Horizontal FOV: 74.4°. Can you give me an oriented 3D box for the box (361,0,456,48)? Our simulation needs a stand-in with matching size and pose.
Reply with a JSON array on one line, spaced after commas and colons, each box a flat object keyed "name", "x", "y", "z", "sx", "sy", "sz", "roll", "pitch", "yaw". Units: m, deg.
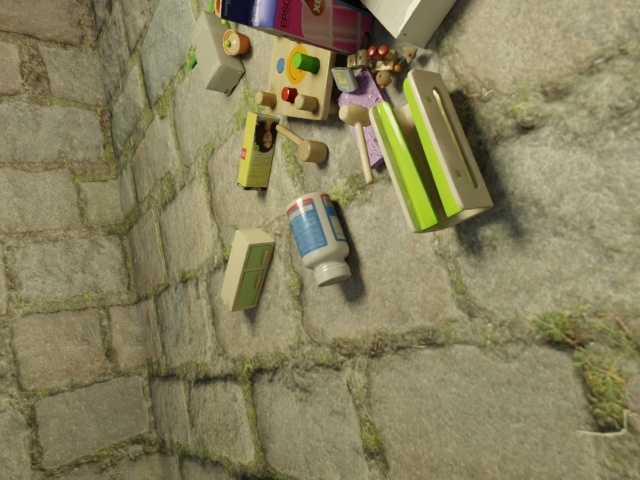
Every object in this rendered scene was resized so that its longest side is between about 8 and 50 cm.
[{"name": "box", "x": 0.172, "y": -0.496, "z": 0.841, "sx": 0.130, "sy": 0.091, "sz": 0.171, "roll": -52, "pitch": 56, "yaw": 38}]

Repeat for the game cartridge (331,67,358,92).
[{"name": "game cartridge", "x": 0.057, "y": -0.371, "z": 0.975, "sx": 0.056, "sy": 0.017, "sz": 0.083, "roll": 59, "pitch": 169, "yaw": -31}]

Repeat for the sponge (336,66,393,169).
[{"name": "sponge", "x": 0.115, "y": -0.284, "z": 0.977, "sx": 0.117, "sy": 0.031, "sz": 0.210, "roll": -39, "pitch": 65, "yaw": 43}]

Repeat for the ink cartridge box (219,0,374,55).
[{"name": "ink cartridge box", "x": -0.024, "y": -0.499, "z": 0.856, "sx": 0.069, "sy": 0.370, "sz": 0.176, "roll": 26, "pitch": 114, "yaw": 43}]

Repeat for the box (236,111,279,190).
[{"name": "box", "x": -0.195, "y": -0.271, "z": 1.301, "sx": 0.058, "sy": 0.087, "sz": 0.232, "roll": 34, "pitch": 120, "yaw": 42}]

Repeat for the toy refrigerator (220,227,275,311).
[{"name": "toy refrigerator", "x": -0.241, "y": 0.100, "z": 1.384, "sx": 0.094, "sy": 0.102, "sz": 0.270, "roll": 42, "pitch": 123, "yaw": 39}]

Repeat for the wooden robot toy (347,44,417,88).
[{"name": "wooden robot toy", "x": 0.126, "y": -0.367, "z": 0.903, "sx": 0.173, "sy": 0.076, "sz": 0.079, "roll": 12, "pitch": 104, "yaw": 35}]

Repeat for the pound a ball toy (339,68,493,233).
[{"name": "pound a ball toy", "x": 0.184, "y": -0.173, "z": 0.833, "sx": 0.208, "sy": 0.135, "sz": 0.319, "roll": -33, "pitch": 70, "yaw": 50}]

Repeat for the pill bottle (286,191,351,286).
[{"name": "pill bottle", "x": 0.000, "y": 0.000, "z": 1.073, "sx": 0.124, "sy": 0.124, "sz": 0.222, "roll": -35, "pitch": 67, "yaw": 46}]

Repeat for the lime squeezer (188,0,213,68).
[{"name": "lime squeezer", "x": -0.432, "y": -0.751, "z": 1.562, "sx": 0.310, "sy": 0.058, "sz": 0.110, "roll": -54, "pitch": 24, "yaw": 39}]

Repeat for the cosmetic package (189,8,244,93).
[{"name": "cosmetic package", "x": -0.353, "y": -0.636, "z": 1.432, "sx": 0.127, "sy": 0.107, "sz": 0.238, "roll": -37, "pitch": 63, "yaw": 42}]

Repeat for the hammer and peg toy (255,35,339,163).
[{"name": "hammer and peg toy", "x": -0.067, "y": -0.398, "z": 1.102, "sx": 0.266, "sy": 0.127, "sz": 0.362, "roll": 26, "pitch": 113, "yaw": 45}]

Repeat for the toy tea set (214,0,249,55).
[{"name": "toy tea set", "x": -0.288, "y": -0.752, "z": 1.298, "sx": 0.200, "sy": 0.124, "sz": 0.336, "roll": -12, "pitch": 94, "yaw": 43}]
